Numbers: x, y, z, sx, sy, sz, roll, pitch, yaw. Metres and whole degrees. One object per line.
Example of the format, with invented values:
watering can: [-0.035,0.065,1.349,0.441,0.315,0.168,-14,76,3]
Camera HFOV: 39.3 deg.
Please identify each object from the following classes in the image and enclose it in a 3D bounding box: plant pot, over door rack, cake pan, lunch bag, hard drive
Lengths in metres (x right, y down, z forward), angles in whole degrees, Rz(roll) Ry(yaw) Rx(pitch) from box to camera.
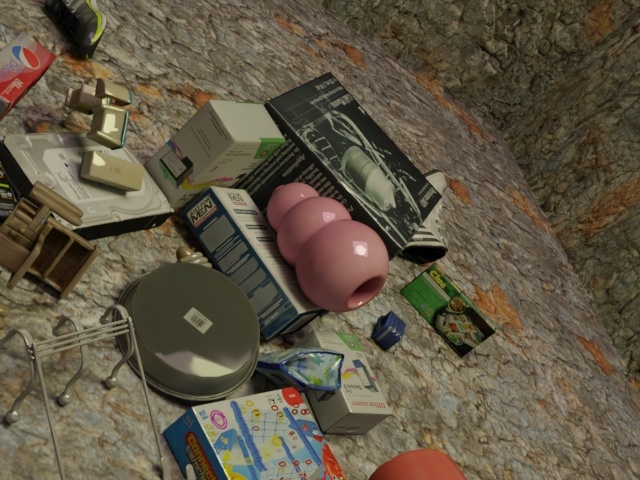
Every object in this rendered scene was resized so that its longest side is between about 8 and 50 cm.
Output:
plant pot: [0.211,0.558,1.728,0.275,0.275,0.243,28,22,-34]
over door rack: [-0.361,0.278,1.420,0.239,0.108,0.324,-13,78,-60]
cake pan: [-0.240,0.161,1.696,0.293,0.054,0.293,18,47,-21]
lunch bag: [0.173,0.225,2.298,0.065,0.067,0.098,44,26,-8]
hard drive: [-0.473,-0.115,1.809,0.237,0.064,0.339,53,28,12]
lunch bag: [-0.048,0.261,1.829,0.151,0.129,0.096,13,79,-30]

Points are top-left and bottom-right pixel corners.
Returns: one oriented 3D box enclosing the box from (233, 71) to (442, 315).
box: [0.014,-0.139,2.311,0.472,0.297,0.480,49,27,-2]

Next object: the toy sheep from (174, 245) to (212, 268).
toy sheep: [-0.261,0.072,1.848,0.091,0.091,0.132,-17,82,-61]

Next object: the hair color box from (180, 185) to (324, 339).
hair color box: [-0.147,0.046,2.001,0.347,0.105,0.174,55,17,13]

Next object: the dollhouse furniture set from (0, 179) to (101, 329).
dollhouse furniture set: [-0.460,0.032,1.474,0.161,0.212,0.242,37,2,-18]

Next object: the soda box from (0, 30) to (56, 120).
soda box: [-0.639,-0.331,1.830,0.092,0.083,0.263,39,27,-17]

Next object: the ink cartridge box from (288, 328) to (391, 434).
ink cartridge box: [0.043,0.310,1.965,0.154,0.093,0.212,15,43,-48]

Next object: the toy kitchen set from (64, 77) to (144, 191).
toy kitchen set: [-0.447,-0.209,1.838,0.122,0.166,0.207,18,75,-43]

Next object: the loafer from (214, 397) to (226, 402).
loafer: [-0.212,0.242,1.725,0.056,0.050,0.148,9,46,-51]

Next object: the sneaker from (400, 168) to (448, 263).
sneaker: [0.319,-0.059,2.837,0.257,0.169,0.447,59,35,2]

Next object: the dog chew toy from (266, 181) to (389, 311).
dog chew toy: [0.000,0.000,1.977,0.207,0.206,0.332,6,38,-53]

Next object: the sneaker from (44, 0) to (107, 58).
sneaker: [-0.604,-0.549,2.175,0.121,0.111,0.300,10,39,-37]

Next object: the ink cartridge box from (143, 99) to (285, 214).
ink cartridge box: [-0.248,-0.181,1.991,0.117,0.278,0.201,57,28,12]

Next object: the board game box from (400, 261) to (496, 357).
board game box: [0.361,0.198,2.538,0.259,0.136,0.030,48,28,-1]

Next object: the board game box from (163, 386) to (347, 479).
board game box: [-0.089,0.429,1.615,0.308,0.086,0.302,1,52,-56]

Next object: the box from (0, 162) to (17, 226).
box: [-0.637,-0.103,1.570,0.191,0.045,0.184,5,47,-53]
